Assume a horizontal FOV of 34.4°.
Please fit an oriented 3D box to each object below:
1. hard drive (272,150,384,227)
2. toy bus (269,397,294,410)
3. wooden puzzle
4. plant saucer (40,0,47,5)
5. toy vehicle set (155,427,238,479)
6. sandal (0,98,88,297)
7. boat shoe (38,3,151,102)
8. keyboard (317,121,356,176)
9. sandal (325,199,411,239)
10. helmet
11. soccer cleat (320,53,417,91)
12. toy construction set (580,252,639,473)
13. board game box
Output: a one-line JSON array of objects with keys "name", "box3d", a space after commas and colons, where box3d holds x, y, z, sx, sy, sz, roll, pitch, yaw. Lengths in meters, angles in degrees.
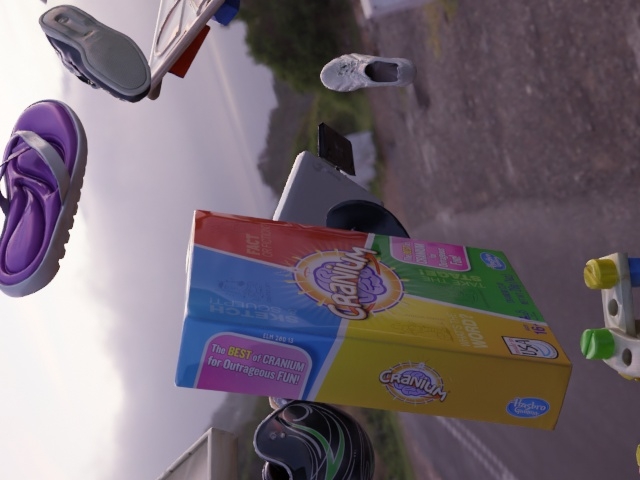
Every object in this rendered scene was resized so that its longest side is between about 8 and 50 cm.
[{"name": "hard drive", "box3d": [0.000, 0.000, 1.978, 0.040, 0.203, 0.308, -34, 30, 50]}, {"name": "toy bus", "box3d": [-0.068, 0.154, 1.684, 0.130, 0.108, 0.333, 28, 148, 20]}, {"name": "wooden puzzle", "box3d": [-0.203, -0.452, 1.827, 0.348, 0.080, 0.322, -44, 34, 48]}, {"name": "plant saucer", "box3d": [-0.506, -0.516, 1.890, 0.168, 0.029, 0.169, -174, 90, -73]}, {"name": "toy vehicle set", "box3d": [-0.148, 0.362, 1.136, 0.166, 0.035, 0.267, -45, 34, 37]}, {"name": "sandal", "box3d": [-0.480, -0.100, 1.722, 0.102, 0.169, 0.416, 52, -158, -50]}, {"name": "boat shoe", "box3d": [-0.313, -0.255, 1.473, 0.233, 0.084, 0.079, 38, 148, 32]}, {"name": "keyboard", "box3d": [0.033, -0.174, 2.164, 0.180, 0.023, 0.108, 21, -119, -66]}, {"name": "sandal", "box3d": [0.092, 0.051, 1.329, 0.255, 0.097, 0.054, 59, -171, 13]}, {"name": "helmet", "box3d": [-0.005, 0.313, 1.425, 0.161, 0.169, 0.169, 41, 161, 30]}, {"name": "soccer cleat", "box3d": [0.078, -0.302, 1.847, 0.076, 0.196, 0.068, -10, -78, -58]}, {"name": "toy construction set", "box3d": [0.325, 0.186, 0.951, 0.215, 0.151, 0.328, -140, 38, -67]}, {"name": "board game box", "box3d": [0.035, 0.063, 0.927, 0.242, 0.316, 0.064, -103, 22, -67]}]
